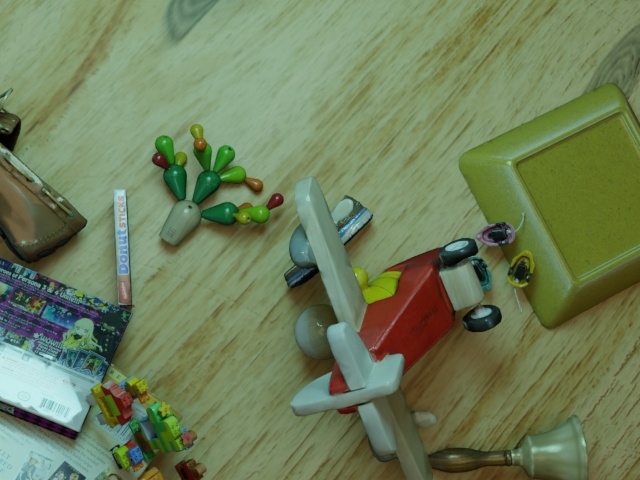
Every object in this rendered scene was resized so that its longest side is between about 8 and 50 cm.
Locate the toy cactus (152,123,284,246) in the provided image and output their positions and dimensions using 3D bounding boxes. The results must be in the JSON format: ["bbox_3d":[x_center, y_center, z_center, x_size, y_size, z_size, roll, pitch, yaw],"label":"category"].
[{"bbox_3d":[-0.185,-0.070,1.414,0.219,0.112,0.180,35,88,-10],"label":"toy cactus"}]

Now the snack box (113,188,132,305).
[{"bbox_3d":[-0.306,0.014,1.393,0.022,0.064,0.178,-3,82,-12],"label":"snack box"}]

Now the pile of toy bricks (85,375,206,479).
[{"bbox_3d":[-0.221,0.274,1.253,0.118,0.105,0.212,-32,98,-46],"label":"pile of toy bricks"}]

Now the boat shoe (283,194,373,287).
[{"bbox_3d":[0.000,0.000,1.444,0.066,0.066,0.183,45,69,6],"label":"boat shoe"}]

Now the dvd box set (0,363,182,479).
[{"bbox_3d":[-0.427,0.317,1.232,0.308,0.062,0.420,35,49,-2],"label":"dvd box set"}]

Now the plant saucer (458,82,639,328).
[{"bbox_3d":[0.452,-0.070,1.506,0.333,0.081,0.332,-26,86,-12],"label":"plant saucer"}]

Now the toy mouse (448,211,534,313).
[{"bbox_3d":[0.280,0.023,1.476,0.143,0.031,0.161,15,98,13],"label":"toy mouse"}]

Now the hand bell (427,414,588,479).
[{"bbox_3d":[0.287,0.342,1.424,0.242,0.126,0.126,-2,82,4],"label":"hand bell"}]

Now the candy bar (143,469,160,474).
[{"bbox_3d":[-0.257,0.429,1.363,0.040,0.018,0.161,-4,82,-8],"label":"candy bar"}]

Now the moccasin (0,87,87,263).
[{"bbox_3d":[-0.498,-0.150,1.352,0.147,0.139,0.380,-38,89,-12],"label":"moccasin"}]

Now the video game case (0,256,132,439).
[{"bbox_3d":[-0.415,0.148,1.287,0.232,0.042,0.210,24,50,-10],"label":"video game case"}]

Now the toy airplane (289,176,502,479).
[{"bbox_3d":[0.063,0.144,1.310,0.384,0.272,0.386,27,63,-45],"label":"toy airplane"}]
